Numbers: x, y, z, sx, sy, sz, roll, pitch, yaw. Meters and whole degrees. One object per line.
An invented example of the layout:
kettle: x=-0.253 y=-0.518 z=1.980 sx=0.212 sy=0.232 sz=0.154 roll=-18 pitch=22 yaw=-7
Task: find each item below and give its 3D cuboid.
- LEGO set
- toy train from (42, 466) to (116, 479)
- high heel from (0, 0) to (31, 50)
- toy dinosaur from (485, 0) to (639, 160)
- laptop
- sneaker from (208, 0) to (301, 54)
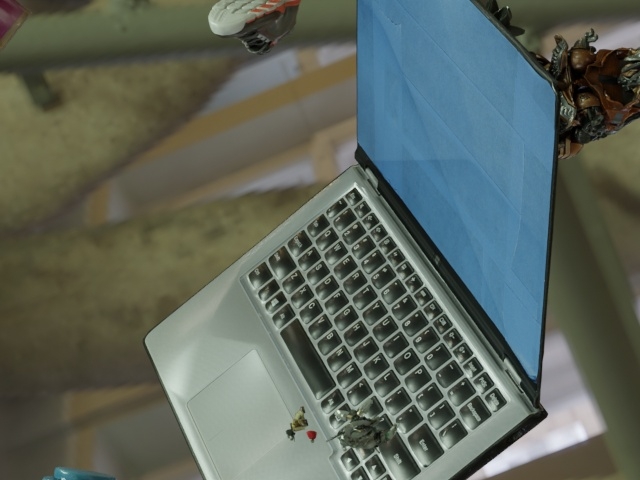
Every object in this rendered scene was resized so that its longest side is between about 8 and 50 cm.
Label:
LEGO set: x=0.018 y=0.137 z=1.250 sx=0.054 sy=0.083 sz=0.023 roll=93 pitch=166 yaw=-48
toy train: x=-0.188 y=0.262 z=1.394 sx=0.248 sy=0.105 sz=0.143 roll=175 pitch=101 yaw=-79
high heel: x=-0.357 y=-0.140 z=1.464 sx=0.117 sy=0.244 sz=0.082 roll=40 pitch=-164 yaw=-10
toy dinosaur: x=0.244 y=-0.139 z=1.942 sx=0.218 sy=0.322 sz=0.164 roll=14 pitch=-136 yaw=-39
laptop: x=0.000 y=0.000 z=1.373 sx=0.236 sy=0.408 sz=0.382 roll=47 pitch=-174 yaw=-36
sneaker: x=-0.059 y=-0.214 z=1.776 sx=0.158 sy=0.061 sz=0.065 roll=-33 pitch=-51 yaw=-57
